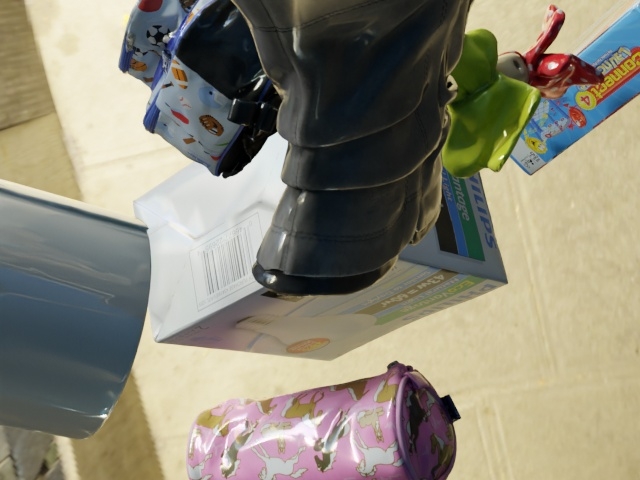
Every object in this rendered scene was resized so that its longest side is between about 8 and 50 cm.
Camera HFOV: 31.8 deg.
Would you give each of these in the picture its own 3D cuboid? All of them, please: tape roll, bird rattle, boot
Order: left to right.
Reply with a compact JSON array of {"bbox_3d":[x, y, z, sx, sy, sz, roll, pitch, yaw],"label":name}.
[{"bbox_3d":[-0.299,0.070,1.155,0.169,0.246,0.246,16,111,-26],"label":"tape roll"},{"bbox_3d":[0.001,-0.073,0.483,0.118,0.338,0.222,16,108,26],"label":"boot"},{"bbox_3d":[0.151,-0.157,1.138,0.207,0.253,0.143,-24,101,35],"label":"bird rattle"}]

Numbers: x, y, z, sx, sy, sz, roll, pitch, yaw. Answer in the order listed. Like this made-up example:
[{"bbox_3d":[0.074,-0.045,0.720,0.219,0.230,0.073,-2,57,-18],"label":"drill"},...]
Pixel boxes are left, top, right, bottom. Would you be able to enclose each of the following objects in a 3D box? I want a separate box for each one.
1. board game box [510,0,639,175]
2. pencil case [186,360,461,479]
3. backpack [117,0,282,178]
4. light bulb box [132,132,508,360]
[{"bbox_3d":[0.401,-0.257,1.459,0.086,0.308,0.302,47,143,-1],"label":"board game box"},{"bbox_3d":[-0.008,0.276,1.517,0.386,0.167,0.160,-17,118,35],"label":"pencil case"},{"bbox_3d":[-0.090,-0.199,1.178,0.213,0.276,0.263,35,150,5],"label":"backpack"},{"bbox_3d":[0.000,0.000,1.553,0.358,0.361,0.225,-28,63,37],"label":"light bulb box"}]
